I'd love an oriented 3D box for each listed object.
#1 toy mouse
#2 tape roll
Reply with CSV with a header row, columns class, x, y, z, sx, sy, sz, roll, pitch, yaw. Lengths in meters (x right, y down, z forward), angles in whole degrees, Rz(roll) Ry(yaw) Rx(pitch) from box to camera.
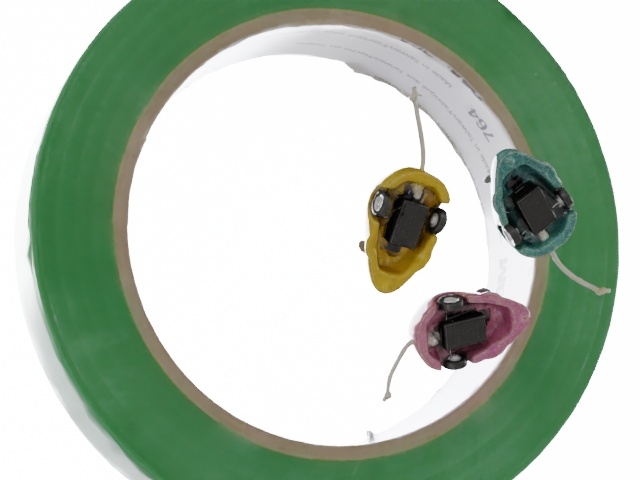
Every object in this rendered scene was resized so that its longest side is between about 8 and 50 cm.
class,x,y,z,sx,sy,sz,roll,pitch,yaw
toy mouse,0.081,0.009,0.918,0.143,0.031,0.161,9,-75,-25
tape roll,0.000,0.000,0.982,0.321,0.077,0.321,3,-100,-16
